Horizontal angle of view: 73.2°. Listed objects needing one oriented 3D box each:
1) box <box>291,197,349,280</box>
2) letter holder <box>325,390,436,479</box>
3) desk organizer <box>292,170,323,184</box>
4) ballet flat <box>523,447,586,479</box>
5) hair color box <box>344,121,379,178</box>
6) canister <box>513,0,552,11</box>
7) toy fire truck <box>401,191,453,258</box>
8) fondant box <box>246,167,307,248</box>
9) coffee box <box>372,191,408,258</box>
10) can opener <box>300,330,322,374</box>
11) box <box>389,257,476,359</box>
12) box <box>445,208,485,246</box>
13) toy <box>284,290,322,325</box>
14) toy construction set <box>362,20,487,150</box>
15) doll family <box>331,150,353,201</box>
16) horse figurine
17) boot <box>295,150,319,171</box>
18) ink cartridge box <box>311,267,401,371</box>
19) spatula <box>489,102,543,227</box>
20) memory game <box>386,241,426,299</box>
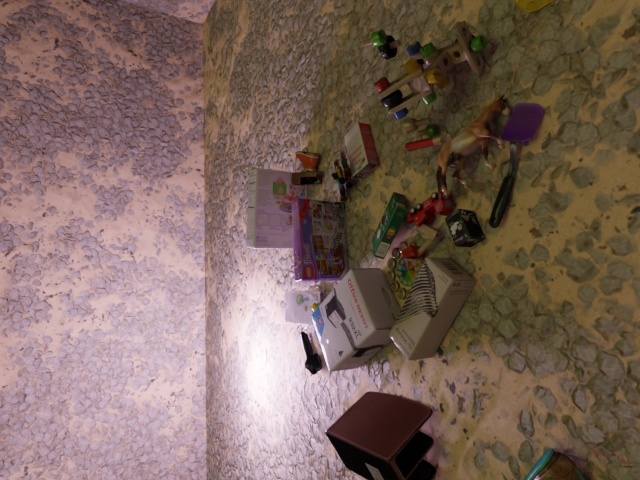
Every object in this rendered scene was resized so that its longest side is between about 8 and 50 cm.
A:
[{"bbox_3d":[0.000,0.000,1.562,0.057,0.201,0.293,-17,73,57],"label":"box"},{"bbox_3d":[0.201,0.586,1.274,0.302,0.214,0.152,-13,109,57],"label":"letter holder"},{"bbox_3d":[-0.055,-0.256,1.774,0.130,0.047,0.050,3,94,36],"label":"desk organizer"},{"bbox_3d":[0.442,0.583,0.915,0.124,0.116,0.342,43,122,28],"label":"ballet flat"},{"bbox_3d":[0.141,-0.311,1.493,0.093,0.054,0.167,-37,56,52],"label":"hair color box"},{"bbox_3d":[0.483,-0.612,0.934,0.126,0.073,0.169,-15,74,57],"label":"canister"},{"bbox_3d":[0.299,-0.039,1.209,0.192,0.047,0.135,-38,53,48],"label":"toy fire truck"},{"bbox_3d":[-0.183,-0.128,1.834,0.096,0.239,0.330,4,91,60],"label":"fondant box"},{"bbox_3d":[0.211,-0.045,1.328,0.113,0.041,0.184,-81,11,-62],"label":"coffee box"},{"bbox_3d":[-0.044,0.458,1.759,0.059,0.073,0.186,68,180,-51],"label":"can opener"},{"bbox_3d":[0.296,0.186,1.167,0.113,0.094,0.275,50,128,48],"label":"box"},{"bbox_3d":[0.367,-0.031,1.095,0.052,0.062,0.083,-42,53,48],"label":"box"},{"bbox_3d":[-0.062,0.279,1.785,0.237,0.056,0.136,-10,76,53],"label":"toy"},{"bbox_3d":[0.302,-0.405,1.112,0.237,0.258,0.308,-1,108,46],"label":"toy construction set"},{"bbox_3d":[0.081,-0.221,1.540,0.193,0.076,0.111,62,-169,-56],"label":"doll family"},{"bbox_3d":[0.362,-0.217,1.063,0.263,0.066,0.174,-48,34,44],"label":"horse figurine"},{"bbox_3d":[-0.063,-0.335,1.826,0.158,0.059,0.084,30,118,54],"label":"boot"},{"bbox_3d":[0.114,0.264,1.425,0.307,0.129,0.223,-54,44,42],"label":"ink cartridge box"},{"bbox_3d":[0.445,-0.172,1.007,0.084,0.030,0.296,26,110,54],"label":"spatula"},{"bbox_3d":[0.262,0.092,1.306,0.186,0.012,0.186,-8,81,58],"label":"memory game"}]
